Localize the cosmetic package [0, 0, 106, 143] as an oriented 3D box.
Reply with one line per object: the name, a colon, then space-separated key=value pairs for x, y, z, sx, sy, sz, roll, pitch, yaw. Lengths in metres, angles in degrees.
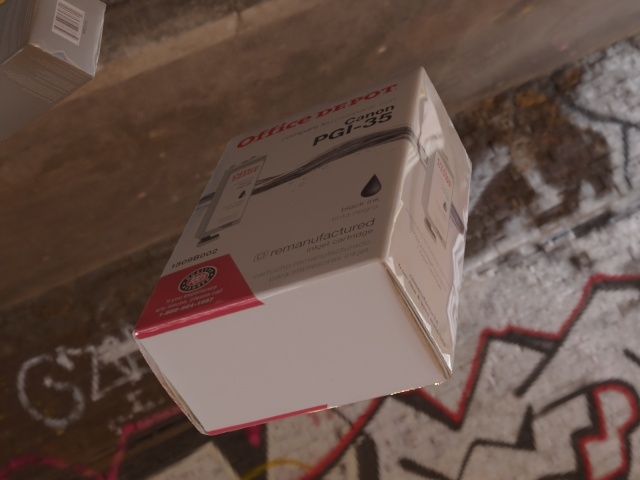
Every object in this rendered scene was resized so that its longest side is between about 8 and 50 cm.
cosmetic package: x=-0.392 y=-0.229 z=1.279 sx=0.107 sy=0.127 sz=0.238 roll=25 pitch=145 yaw=-38

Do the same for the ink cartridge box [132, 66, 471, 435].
ink cartridge box: x=0.000 y=0.000 z=0.794 sx=0.207 sy=0.117 sz=0.283 roll=-18 pitch=-150 yaw=23
